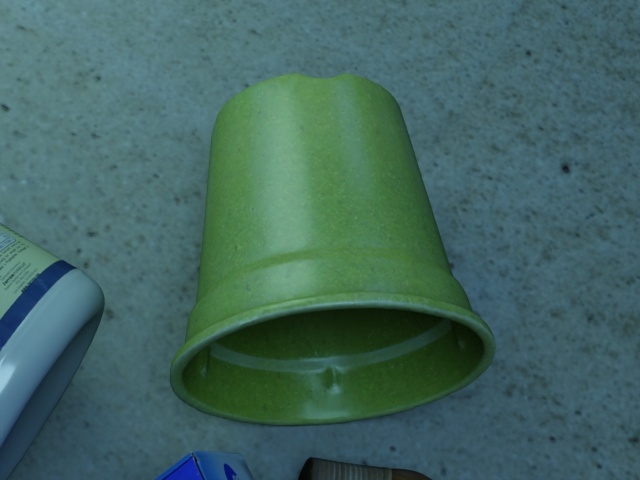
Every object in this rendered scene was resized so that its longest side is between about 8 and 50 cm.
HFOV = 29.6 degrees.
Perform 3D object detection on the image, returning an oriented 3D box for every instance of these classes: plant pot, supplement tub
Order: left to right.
[{"bbox_3d":[-0.368,0.057,0.985,0.325,0.235,0.235,31,70,-1],"label":"supplement tub"},{"bbox_3d":[0.000,0.000,1.080,0.276,0.276,0.254,0,63,-11],"label":"plant pot"}]

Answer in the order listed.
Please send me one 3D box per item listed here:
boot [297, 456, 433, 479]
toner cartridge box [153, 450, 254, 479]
[{"bbox_3d":[0.064,0.345,1.066,0.220,0.109,0.283,17,64,-10],"label":"boot"},{"bbox_3d":[-0.067,0.357,0.950,0.165,0.075,0.348,-38,63,20],"label":"toner cartridge box"}]
